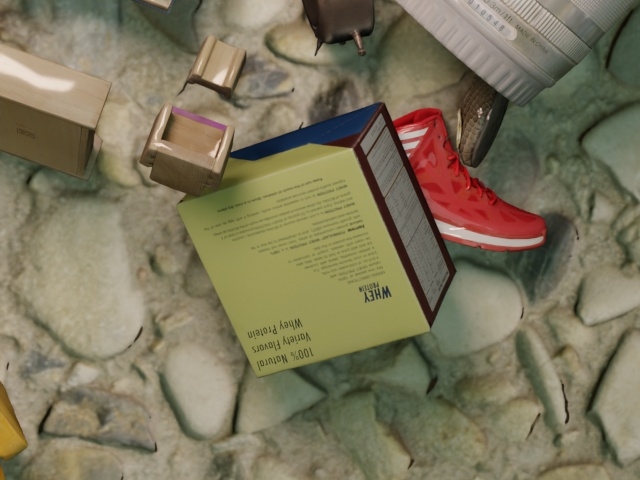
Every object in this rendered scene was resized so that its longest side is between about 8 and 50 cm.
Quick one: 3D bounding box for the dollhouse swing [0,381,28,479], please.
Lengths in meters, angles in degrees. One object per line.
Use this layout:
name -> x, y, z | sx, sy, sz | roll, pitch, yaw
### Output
dollhouse swing -> -0.485, 0.222, 1.573 | 0.346, 0.305, 0.315 | -34, 108, -2

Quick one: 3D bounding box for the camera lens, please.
camera lens -> 0.210, -0.292, 1.572 | 0.219, 0.219, 0.274 | 38, 101, -17

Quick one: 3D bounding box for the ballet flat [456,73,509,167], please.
ballet flat -> 0.178, -0.198, 1.726 | 0.058, 0.084, 0.250 | 16, 87, 11

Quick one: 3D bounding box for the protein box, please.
protein box -> 0.000, 0.000, 1.672 | 0.199, 0.136, 0.201 | -17, 108, 23

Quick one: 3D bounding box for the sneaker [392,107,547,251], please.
sneaker -> 0.146, -0.067, 1.755 | 0.221, 0.087, 0.128 | 10, 102, -15

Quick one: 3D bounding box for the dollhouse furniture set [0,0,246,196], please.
dollhouse furniture set -> -0.191, -0.224, 1.615 | 0.286, 0.198, 0.303 | 19, 76, -5

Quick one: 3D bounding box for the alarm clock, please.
alarm clock -> 0.006, -0.280, 1.651 | 0.064, 0.129, 0.192 | -11, 104, -8
